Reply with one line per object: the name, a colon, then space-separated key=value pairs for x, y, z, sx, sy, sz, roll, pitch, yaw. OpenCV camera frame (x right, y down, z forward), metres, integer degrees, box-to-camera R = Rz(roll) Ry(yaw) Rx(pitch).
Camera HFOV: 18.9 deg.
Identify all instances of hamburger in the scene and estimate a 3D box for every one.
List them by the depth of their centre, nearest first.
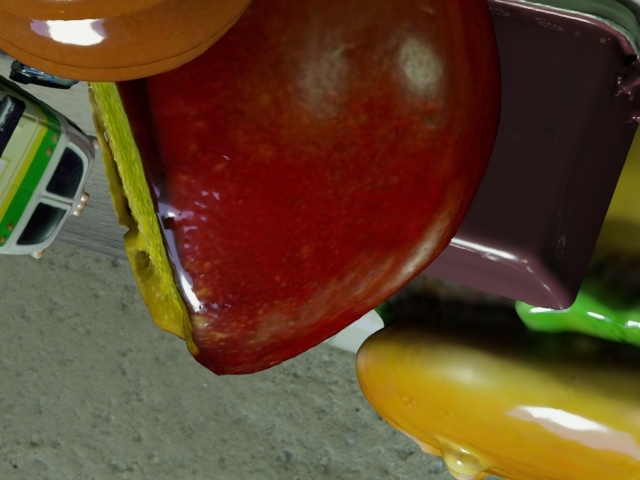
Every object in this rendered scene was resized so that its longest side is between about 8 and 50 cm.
hamburger: x=0.212 y=0.069 z=1.424 sx=0.395 sy=0.277 sz=0.396 roll=16 pitch=171 yaw=2

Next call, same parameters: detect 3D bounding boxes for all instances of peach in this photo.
peach: x=-0.027 y=-0.067 z=1.010 sx=0.245 sy=0.275 sz=0.248 roll=-1 pitch=-164 yaw=13

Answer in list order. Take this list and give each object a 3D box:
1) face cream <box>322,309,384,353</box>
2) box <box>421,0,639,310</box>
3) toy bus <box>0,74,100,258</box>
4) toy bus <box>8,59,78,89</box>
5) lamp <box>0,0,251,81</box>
face cream: x=0.000 y=0.000 z=1.767 sx=0.153 sy=0.177 sz=0.177 roll=21 pitch=171 yaw=-10
box: x=0.054 y=-0.073 z=1.202 sx=0.294 sy=0.167 sz=0.193 roll=15 pitch=170 yaw=20
toy bus: x=-0.350 y=-0.109 z=1.714 sx=0.305 sy=0.143 sz=0.179 roll=31 pitch=-173 yaw=34
toy bus: x=-0.229 y=-0.156 z=1.631 sx=0.061 sy=0.051 sz=0.153 roll=15 pitch=177 yaw=-10
lamp: x=-0.108 y=-0.170 z=0.786 sx=0.223 sy=0.196 sz=0.223 roll=53 pitch=169 yaw=15
